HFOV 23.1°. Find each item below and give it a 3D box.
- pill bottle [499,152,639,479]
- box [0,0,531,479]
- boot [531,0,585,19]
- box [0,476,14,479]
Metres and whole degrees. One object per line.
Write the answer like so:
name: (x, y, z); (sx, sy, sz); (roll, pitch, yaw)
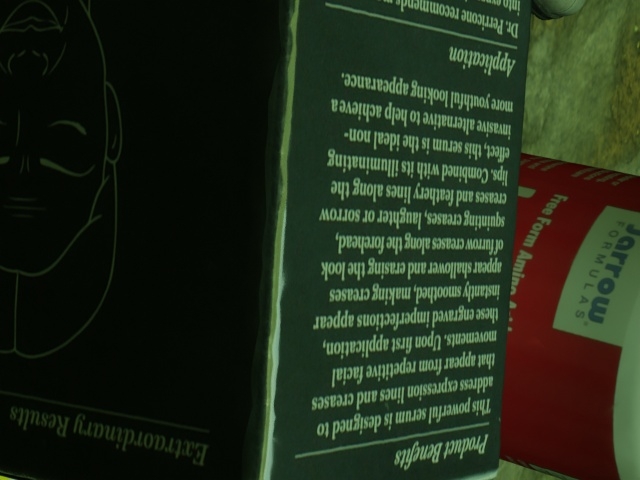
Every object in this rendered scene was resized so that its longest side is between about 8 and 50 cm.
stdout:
pill bottle: (0.199, 0.062, 1.145); (0.229, 0.407, 0.229); (-23, 119, -49)
box: (-0.070, -0.082, 0.785); (0.212, 0.293, 0.396); (1, 94, -54)
boot: (0.289, -0.339, 1.288); (0.118, 0.222, 0.338); (9, 94, -55)
box: (-0.175, 0.153, 0.976); (0.233, 0.044, 0.159); (12, 92, -55)
